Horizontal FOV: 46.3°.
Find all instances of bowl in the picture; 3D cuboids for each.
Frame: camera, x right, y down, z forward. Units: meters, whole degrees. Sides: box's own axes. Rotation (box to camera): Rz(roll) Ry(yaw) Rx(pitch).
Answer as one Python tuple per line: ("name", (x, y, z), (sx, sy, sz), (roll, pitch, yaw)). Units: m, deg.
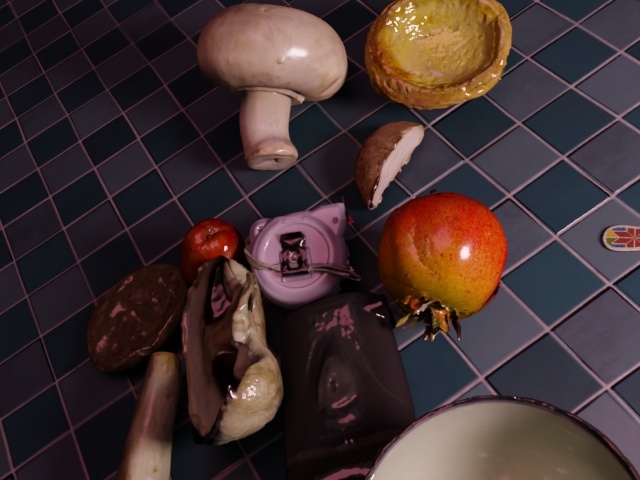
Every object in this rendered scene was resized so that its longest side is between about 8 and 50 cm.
("bowl", (0.224, 0.385, 0.901), (0.353, 0.185, 0.354), (-11, 51, 14))

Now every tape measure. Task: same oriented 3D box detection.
("tape measure", (-0.030, 0.031, 1.302), (0.196, 0.105, 0.178), (-16, 75, 4))

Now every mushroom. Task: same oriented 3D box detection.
("mushroom", (-0.277, 0.344, 1.196), (0.087, 0.107, 0.333), (14, 53, -13))
("mushroom", (0.118, -0.158, 1.434), (0.094, 0.072, 0.210), (17, 63, 42))
("mushroom", (-0.096, -0.357, 1.531), (0.315, 0.315, 0.356), (-20, 42, 8))
("mushroom", (-0.134, 0.175, 1.199), (0.248, 0.130, 0.344), (-62, 29, 19))

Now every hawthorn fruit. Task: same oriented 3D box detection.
("hawthorn fruit", (-0.196, 0.023, 1.376), (0.132, 0.138, 0.133), (7, 52, -9))

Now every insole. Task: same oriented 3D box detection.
("insole", (0.547, -0.003, 1.178), (0.193, 0.006, 0.065), (2, 56, 24))

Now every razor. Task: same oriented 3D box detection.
("razor", (0.038, 0.245, 1.133), (0.204, 0.113, 0.349), (-15, 49, 12))

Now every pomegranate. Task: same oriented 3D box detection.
("pomegranate", (0.187, 0.037, 1.170), (0.210, 0.210, 0.235), (2, 56, 24))

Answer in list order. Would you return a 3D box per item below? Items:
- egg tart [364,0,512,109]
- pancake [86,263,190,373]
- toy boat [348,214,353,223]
("egg tart", (0.234, -0.370, 1.487), (0.293, 0.123, 0.294), (-4, 71, 13))
("pancake", (-0.347, 0.147, 1.416), (0.241, 0.050, 0.242), (-18, 43, 17))
("toy boat", (-0.001, 0.008, 1.393), (0.149, 0.034, 0.105), (-16, 46, -6))
